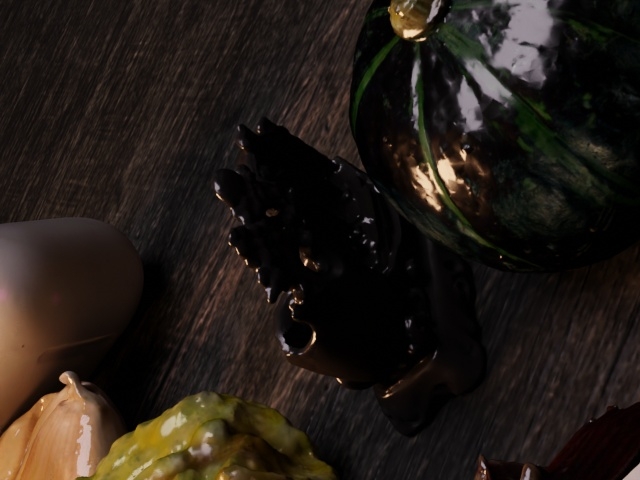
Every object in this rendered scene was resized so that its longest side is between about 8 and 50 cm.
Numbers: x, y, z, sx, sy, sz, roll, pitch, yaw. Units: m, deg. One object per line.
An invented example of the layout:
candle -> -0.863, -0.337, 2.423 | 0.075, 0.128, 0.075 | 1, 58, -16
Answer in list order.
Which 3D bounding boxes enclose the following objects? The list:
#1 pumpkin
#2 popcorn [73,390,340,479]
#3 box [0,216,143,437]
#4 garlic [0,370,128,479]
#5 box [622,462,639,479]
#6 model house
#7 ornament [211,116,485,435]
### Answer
pumpkin -> 0.148, -0.135, 1.133 | 0.315, 0.238, 0.315 | -30, 47, 39
popcorn -> -0.088, 0.230, 1.266 | 0.286, 0.173, 0.225 | -10, 51, 53
box -> -0.340, 0.128, 1.649 | 0.141, 0.288, 0.349 | 42, 107, 16
garlic -> -0.233, 0.238, 1.545 | 0.228, 0.110, 0.217 | -60, 40, 28
box -> 0.228, 0.227, 0.696 | 0.111, 0.260, 0.194 | -51, 33, 20
model house -> 0.141, 0.180, 0.988 | 0.203, 0.141, 0.164 | -22, 59, 51
ornament -> 0.000, 0.000, 1.232 | 0.106, 0.260, 0.251 | -37, 37, 27
